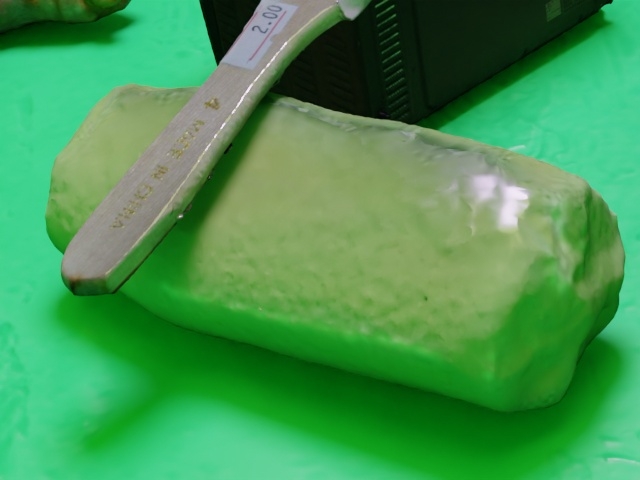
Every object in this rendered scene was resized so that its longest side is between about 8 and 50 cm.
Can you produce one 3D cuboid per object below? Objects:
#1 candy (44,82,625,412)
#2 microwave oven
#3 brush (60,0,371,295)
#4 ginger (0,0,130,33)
[{"bbox_3d":[0.000,0.000,1.096,0.343,0.132,0.142,16,85,35],"label":"candy"},{"bbox_3d":[0.050,-0.201,1.311,0.247,0.178,0.188,-33,39,-29],"label":"microwave oven"},{"bbox_3d":[-0.036,-0.099,1.089,0.085,0.020,0.336,18,62,36],"label":"brush"},{"bbox_3d":[-0.299,-0.169,1.436,0.333,0.080,0.166,-13,23,-10],"label":"ginger"}]
